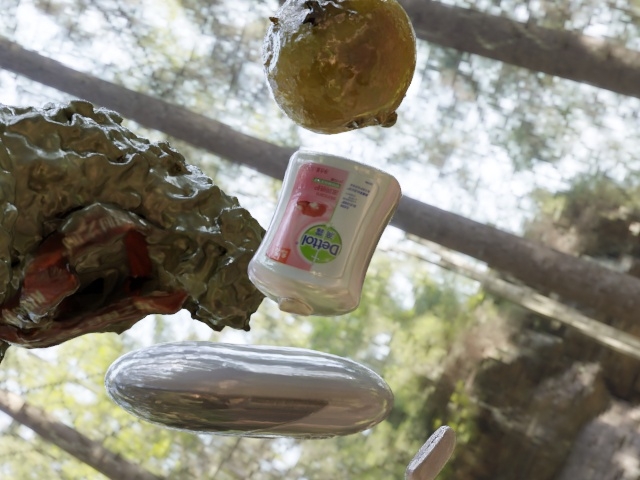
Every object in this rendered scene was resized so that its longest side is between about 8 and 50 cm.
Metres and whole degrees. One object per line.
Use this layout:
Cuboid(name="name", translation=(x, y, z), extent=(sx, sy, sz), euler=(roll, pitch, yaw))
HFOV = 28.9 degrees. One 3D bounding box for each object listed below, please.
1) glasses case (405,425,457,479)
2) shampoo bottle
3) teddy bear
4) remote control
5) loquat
Cuboid(name="glasses case", translation=(0.117, 0.230, 1.307), extent=(0.083, 0.021, 0.032), euler=(-46, -51, -33))
Cuboid(name="shampoo bottle", translation=(0.000, 0.000, 0.740), extent=(0.043, 0.072, 0.099), euler=(79, -149, -63))
Cuboid(name="teddy bear", translation=(-0.270, 0.040, 1.041), extent=(0.357, 0.225, 0.367), euler=(2, -35, -44))
Cuboid(name="remote control", translation=(-0.074, 0.165, 1.364), extent=(0.332, 0.221, 0.104), euler=(10, -98, -32))
Cuboid(name="loquat", translation=(0.027, -0.190, 1.335), extent=(0.204, 0.149, 0.172), euler=(49, -117, -35))
